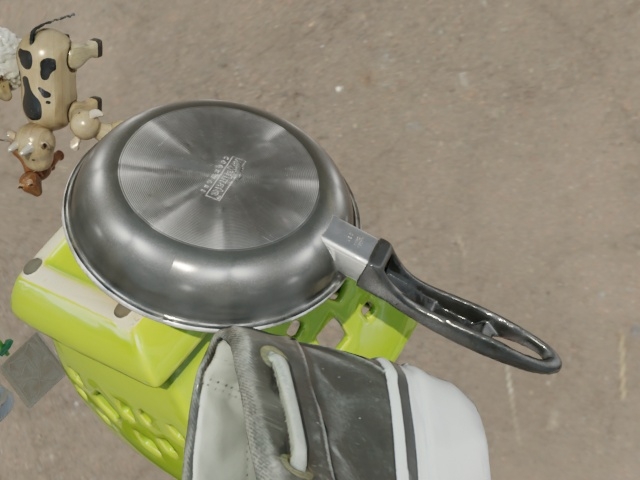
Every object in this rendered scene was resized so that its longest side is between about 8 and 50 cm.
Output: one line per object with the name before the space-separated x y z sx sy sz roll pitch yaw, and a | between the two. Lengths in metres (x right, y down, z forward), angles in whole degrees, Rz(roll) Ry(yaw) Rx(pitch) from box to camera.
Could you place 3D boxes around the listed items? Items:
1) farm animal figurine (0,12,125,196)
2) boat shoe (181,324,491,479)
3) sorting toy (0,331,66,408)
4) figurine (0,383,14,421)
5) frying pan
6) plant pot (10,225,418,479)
farm animal figurine | -0.420 -0.200 1.688 0.172 0.330 0.326 -36 119 -58
boat shoe | -0.013 0.159 0.292 0.119 0.335 0.121 20 123 -14
sorting toy | -0.305 0.125 1.075 0.062 0.012 0.083 -44 73 8
figurine | -0.566 0.265 1.429 0.215 0.092 0.209 30 97 -22
frying pan | -0.022 0.012 0.650 0.326 0.053 0.197 40 52 22
plant pot | -0.092 0.052 0.833 0.228 0.227 0.207 -51 133 -21
